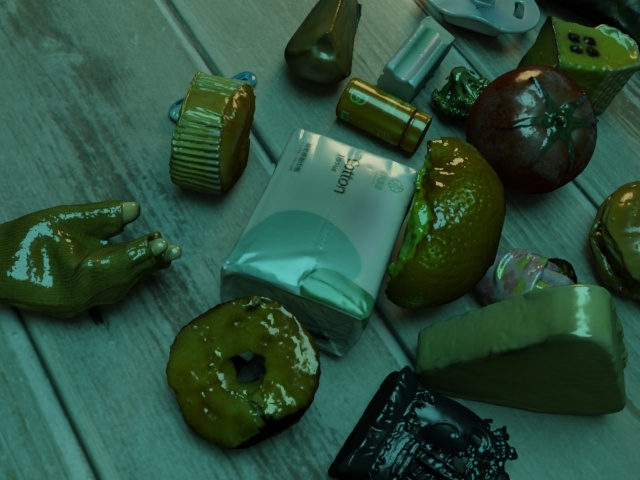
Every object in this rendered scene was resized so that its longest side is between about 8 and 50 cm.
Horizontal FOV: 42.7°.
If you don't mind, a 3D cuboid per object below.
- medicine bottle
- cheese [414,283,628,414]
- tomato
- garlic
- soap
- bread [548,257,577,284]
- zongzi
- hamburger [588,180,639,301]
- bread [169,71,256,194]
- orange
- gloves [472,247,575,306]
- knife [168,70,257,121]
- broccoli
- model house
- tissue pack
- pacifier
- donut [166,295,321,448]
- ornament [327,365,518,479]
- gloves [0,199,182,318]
[{"bbox_3d":[0.135,-0.266,1.750,0.192,0.096,0.096,29,57,9],"label":"medicine bottle"},{"bbox_3d":[0.393,0.213,1.407,0.383,0.384,0.104,10,62,-4],"label":"cheese"},{"bbox_3d":[0.428,-0.225,1.689,0.264,0.265,0.265,5,57,-8],"label":"tomato"},{"bbox_3d":[0.038,-0.474,1.812,0.151,0.196,0.338,30,54,-9],"label":"garlic"},{"bbox_3d":[0.214,-0.396,1.825,0.091,0.145,0.230,37,63,2],"label":"soap"},{"bbox_3d":[0.467,0.073,1.619,0.085,0.053,0.085,5,57,-8],"label":"bread"},{"bbox_3d":[0.628,-0.612,2.024,0.403,0.208,0.432,-1,70,-5],"label":"zongzi"},{"bbox_3d":[0.696,0.001,1.649,0.318,0.158,0.319,6,55,-8],"label":"hamburger"},{"bbox_3d":[-0.205,-0.208,1.602,0.133,0.179,0.250,9,47,5],"label":"bread"},{"bbox_3d":[0.231,-0.021,1.494,0.196,0.263,0.335,20,45,-3],"label":"orange"},{"bbox_3d":[0.403,0.103,1.525,0.241,0.126,0.145,21,59,36],"label":"gloves"},{"bbox_3d":[-0.226,-0.310,1.748,0.222,0.031,0.064,-33,65,-27],"label":"knife"},{"bbox_3d":[0.314,-0.322,1.807,0.130,0.120,0.131,-26,32,-8],"label":"broccoli"},{"bbox_3d":[0.587,-0.369,1.847,0.234,0.193,0.175,11,56,-7],"label":"model house"},{"bbox_3d":[0.000,-0.001,1.496,0.266,0.194,0.356,21,56,4],"label":"tissue pack"},{"bbox_3d":[0.396,-0.617,1.942,0.299,0.233,0.244,17,53,-1],"label":"pacifier"},{"bbox_3d":[-0.122,0.213,1.342,0.253,0.118,0.254,0,81,2],"label":"donut"},{"bbox_3d":[0.180,0.365,1.362,0.260,0.106,0.251,37,65,3],"label":"ornament"},{"bbox_3d":[-0.417,0.033,1.419,0.356,0.155,0.203,-6,51,4],"label":"gloves"}]
